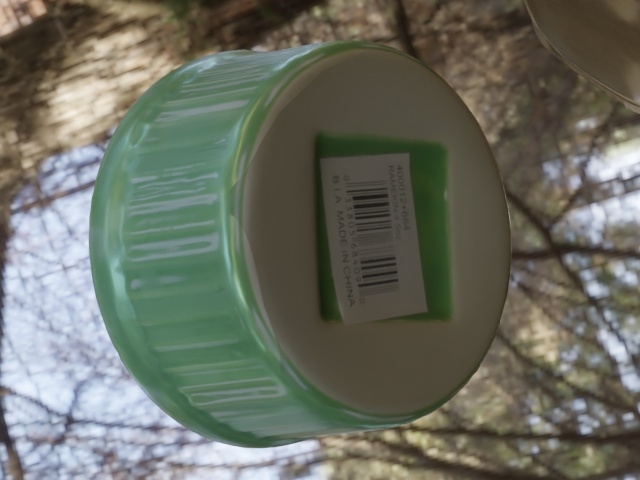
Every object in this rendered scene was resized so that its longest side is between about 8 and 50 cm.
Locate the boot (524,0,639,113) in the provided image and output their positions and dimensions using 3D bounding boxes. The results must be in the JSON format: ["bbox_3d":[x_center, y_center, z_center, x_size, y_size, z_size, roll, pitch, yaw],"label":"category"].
[{"bbox_3d":[0.138,-0.076,0.358,0.236,0.089,0.269,37,-179,22],"label":"boot"}]

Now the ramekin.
[{"bbox_3d":[0.000,0.000,0.987,0.303,0.148,0.303,5,-98,-40],"label":"ramekin"}]
